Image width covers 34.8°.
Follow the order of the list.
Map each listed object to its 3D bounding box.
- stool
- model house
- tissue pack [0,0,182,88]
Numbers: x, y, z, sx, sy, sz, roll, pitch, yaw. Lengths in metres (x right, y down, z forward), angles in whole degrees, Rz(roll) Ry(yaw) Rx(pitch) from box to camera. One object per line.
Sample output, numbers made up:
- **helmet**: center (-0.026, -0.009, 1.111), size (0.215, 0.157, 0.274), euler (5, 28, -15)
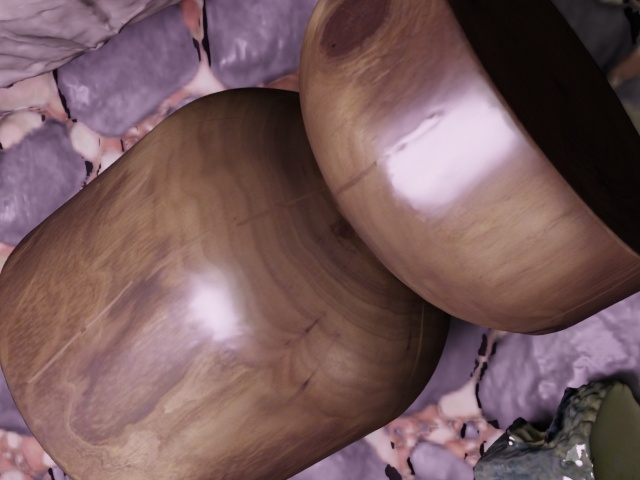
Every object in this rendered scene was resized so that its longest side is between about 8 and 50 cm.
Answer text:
- **stool**: center (0.000, 0.000, 0.470), size (0.264, 0.179, 0.179), euler (-34, 86, 27)
- **model house**: center (0.120, 0.116, 0.513), size (0.083, 0.066, 0.079), euler (-16, 106, 45)
- **tissue pack**: center (-0.191, -0.257, 0.507), size (0.390, 0.195, 0.376), euler (-23, 78, 28)
